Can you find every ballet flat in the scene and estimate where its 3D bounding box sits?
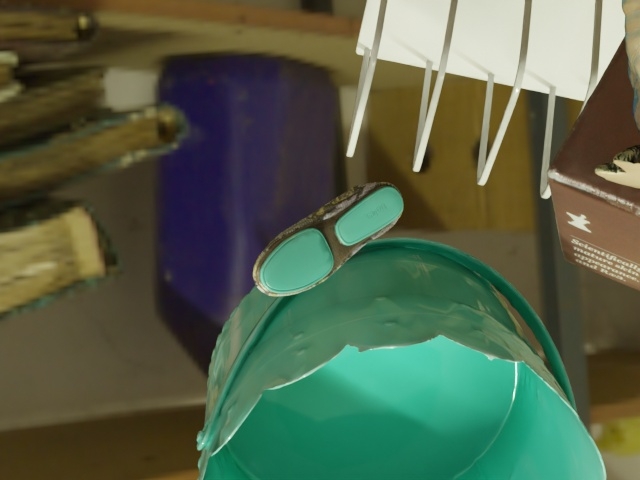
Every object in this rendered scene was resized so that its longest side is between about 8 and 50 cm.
[{"bbox_3d":[0.000,0.000,0.927,0.114,0.041,0.041,-32,-164,-25],"label":"ballet flat"}]

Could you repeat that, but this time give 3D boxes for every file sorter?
[{"bbox_3d":[0.171,-0.158,1.407,0.277,0.173,0.193,12,146,-1],"label":"file sorter"}]

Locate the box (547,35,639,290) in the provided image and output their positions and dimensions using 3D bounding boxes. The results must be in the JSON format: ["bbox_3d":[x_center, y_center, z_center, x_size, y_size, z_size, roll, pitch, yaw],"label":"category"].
[{"bbox_3d":[0.322,-0.132,0.989,0.191,0.381,0.143,25,162,23],"label":"box"}]

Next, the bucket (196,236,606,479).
[{"bbox_3d":[0.046,0.141,1.038,0.281,0.281,0.183,-5,-153,-6],"label":"bucket"}]

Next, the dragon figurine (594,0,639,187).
[{"bbox_3d":[0.171,-0.075,0.573,0.085,0.144,0.289,-11,154,43],"label":"dragon figurine"}]
